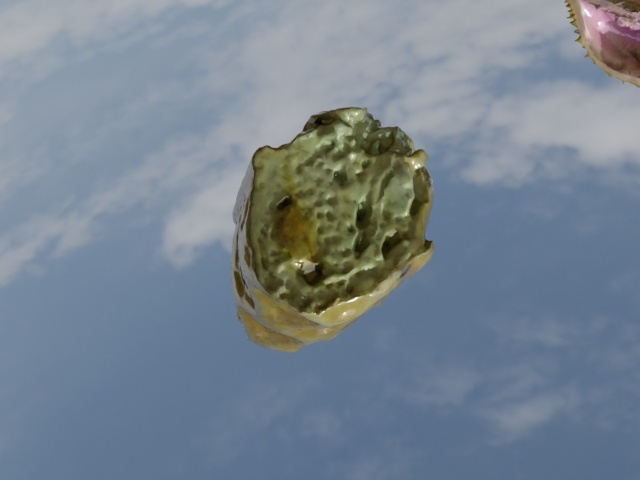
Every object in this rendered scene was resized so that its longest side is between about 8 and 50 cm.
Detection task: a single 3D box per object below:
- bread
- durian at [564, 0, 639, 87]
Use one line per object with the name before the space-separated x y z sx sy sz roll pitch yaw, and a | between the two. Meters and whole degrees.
bread | 0.005 -0.003 1.076 0.196 0.238 0.252 3 173 -5
durian | 0.410 -0.278 1.317 0.182 0.132 0.165 -6 -100 31
